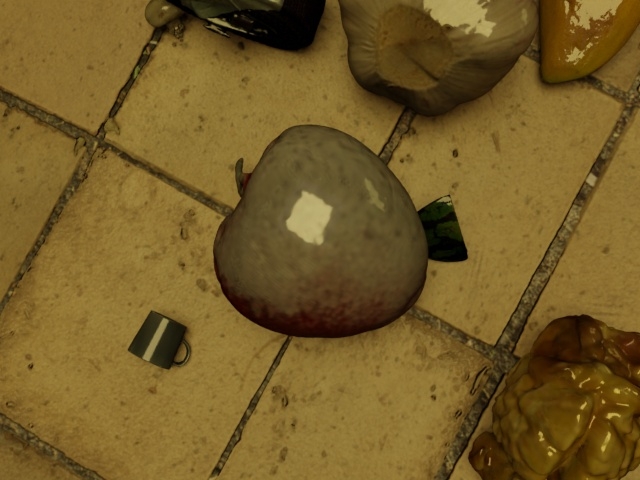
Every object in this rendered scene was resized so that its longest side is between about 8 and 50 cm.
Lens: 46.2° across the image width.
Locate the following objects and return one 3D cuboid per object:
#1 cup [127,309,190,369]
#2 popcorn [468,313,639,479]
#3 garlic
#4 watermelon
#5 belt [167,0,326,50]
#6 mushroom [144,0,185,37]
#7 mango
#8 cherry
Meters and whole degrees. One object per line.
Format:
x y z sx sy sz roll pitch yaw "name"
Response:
-0.262 0.171 1.263 0.100 0.078 0.077 30 81 -26 "cup"
0.361 0.267 1.102 0.225 0.265 0.332 44 107 4 "popcorn"
0.187 -0.350 1.191 0.317 0.317 0.259 16 47 7 "garlic"
0.202 -0.033 1.237 0.125 0.135 0.094 25 49 11 "watermelon"
-0.136 -0.416 1.249 0.289 0.184 0.164 19 82 -9 "belt"
-0.267 -0.401 1.337 0.085 0.085 0.079 -29 116 1 "mushroom"
0.452 -0.407 1.242 0.176 0.119 0.317 20 94 11 "mango"
0.004 -0.012 1.156 0.334 0.291 0.327 4 101 2 "cherry"
